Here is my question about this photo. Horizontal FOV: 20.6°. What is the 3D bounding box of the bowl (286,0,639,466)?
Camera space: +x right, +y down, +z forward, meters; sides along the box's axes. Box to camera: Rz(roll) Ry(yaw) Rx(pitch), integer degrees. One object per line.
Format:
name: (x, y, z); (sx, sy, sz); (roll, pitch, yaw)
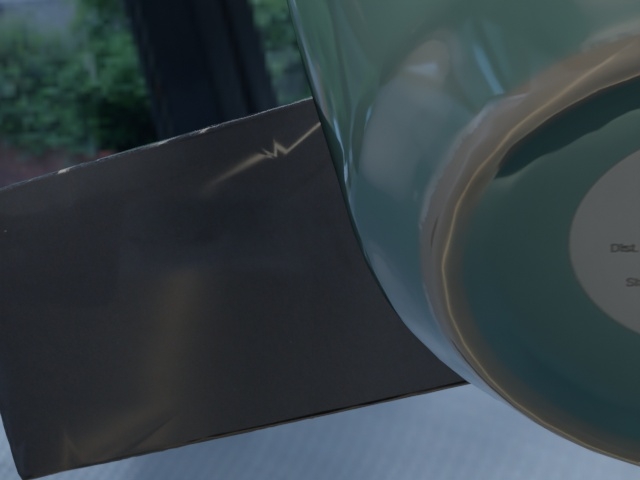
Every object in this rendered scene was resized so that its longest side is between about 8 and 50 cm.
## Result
bowl: (0.125, -0.046, 0.495); (0.311, 0.311, 0.163); (2, 49, 9)

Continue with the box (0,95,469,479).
box: (0.000, 0.000, 1.128); (0.343, 0.179, 0.312); (-15, 4, 21)
